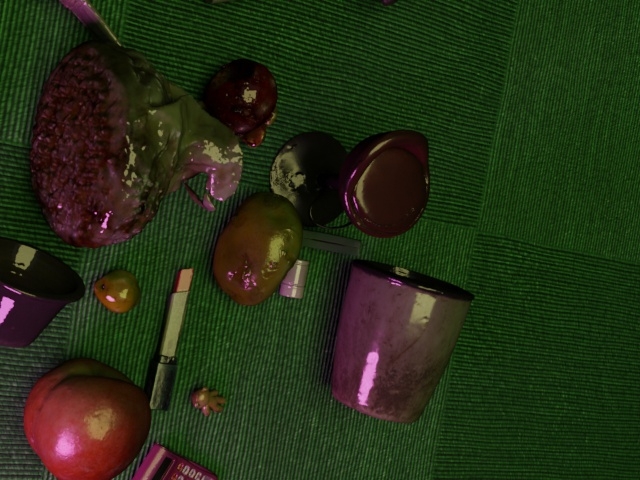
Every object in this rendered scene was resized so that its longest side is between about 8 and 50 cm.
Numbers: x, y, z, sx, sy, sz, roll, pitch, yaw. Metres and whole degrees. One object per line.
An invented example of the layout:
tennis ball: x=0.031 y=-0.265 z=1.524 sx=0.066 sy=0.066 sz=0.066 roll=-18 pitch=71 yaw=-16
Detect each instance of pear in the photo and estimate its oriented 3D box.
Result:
pear: x=-0.420 y=0.106 z=1.902 sx=0.097 sy=0.092 sz=0.092 roll=5 pitch=93 yaw=-30

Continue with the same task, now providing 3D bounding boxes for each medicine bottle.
medicine bottle: x=-0.060 y=0.085 z=2.111 sx=0.057 sy=0.057 sz=0.089 roll=10 pitch=90 yaw=-29

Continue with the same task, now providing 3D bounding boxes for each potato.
potato: x=-0.137 y=0.017 z=1.990 sx=0.149 sy=0.186 sz=0.253 roll=16 pitch=84 yaw=-44

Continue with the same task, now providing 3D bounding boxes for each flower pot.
flower pot: x=-0.588 y=0.108 z=1.757 sx=0.235 sy=0.235 sz=0.148 roll=23 pitch=105 yaw=-29
flower pot: x=0.169 y=0.233 z=2.138 sx=0.294 sy=0.293 sz=0.330 roll=15 pitch=96 yaw=-29

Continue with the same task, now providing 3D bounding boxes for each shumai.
shumai: x=-0.354 y=-0.180 z=1.804 sx=0.348 sy=0.395 sz=0.395 roll=1 pitch=96 yaw=-49

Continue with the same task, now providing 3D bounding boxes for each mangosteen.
mangosteen: x=-0.162 y=-0.296 z=1.966 sx=0.166 sy=0.166 sz=0.180 roll=-54 pitch=142 yaw=-13

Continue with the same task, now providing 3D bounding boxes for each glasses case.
glasses case: x=0.000 y=0.000 z=2.122 sx=0.184 sy=0.078 sz=0.039 roll=11 pitch=91 yaw=-29

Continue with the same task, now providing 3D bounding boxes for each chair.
chair: x=-0.463 y=-0.523 z=1.767 sx=0.319 sy=0.160 sz=0.186 roll=41 pitch=78 yaw=-23
chair: x=0.074 y=-0.125 z=1.966 sx=0.227 sy=0.401 sz=0.226 roll=-3 pitch=96 yaw=-28

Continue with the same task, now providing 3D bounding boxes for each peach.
peach: x=-0.462 y=0.362 z=1.818 sx=0.252 sy=0.252 sz=0.252 roll=-3 pitch=97 yaw=-28

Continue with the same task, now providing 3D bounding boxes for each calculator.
calculator: x=-0.326 y=0.538 z=2.033 sx=0.190 sy=0.034 sz=0.126 roll=38 pitch=76 yaw=-32

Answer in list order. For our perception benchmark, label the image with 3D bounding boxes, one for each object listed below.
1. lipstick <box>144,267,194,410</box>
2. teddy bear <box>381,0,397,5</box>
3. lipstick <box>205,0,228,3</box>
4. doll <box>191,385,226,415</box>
lipstick: x=-0.326 y=0.209 z=1.987 sx=0.051 sy=0.051 sz=0.312 roll=13 pitch=87 yaw=-28
teddy bear: x=0.135 y=-0.615 z=2.085 sx=0.251 sy=0.144 sz=0.171 roll=42 pitch=53 yaw=-17
lipstick: x=-0.132 y=-0.567 z=1.990 sx=0.254 sy=0.070 sz=0.070 roll=-18 pitch=104 yaw=-26
doll: x=-0.247 y=0.360 z=2.044 sx=0.093 sy=0.051 sz=0.061 roll=27 pitch=76 yaw=-29
